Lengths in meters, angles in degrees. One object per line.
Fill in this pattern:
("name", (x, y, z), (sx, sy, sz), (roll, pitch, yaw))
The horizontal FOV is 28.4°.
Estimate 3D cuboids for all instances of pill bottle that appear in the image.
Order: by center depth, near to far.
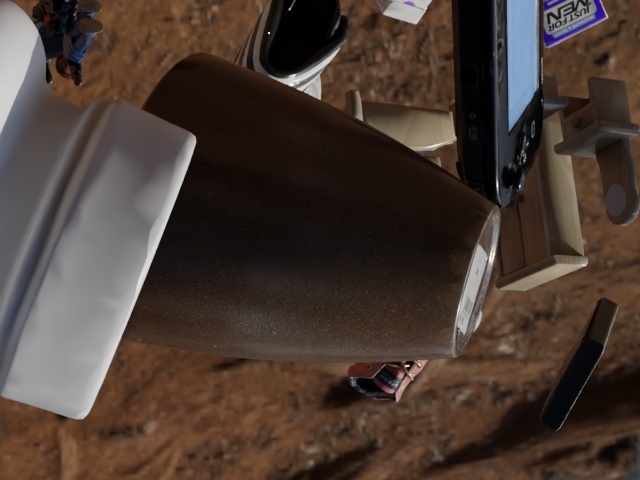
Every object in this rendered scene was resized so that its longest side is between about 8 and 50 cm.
("pill bottle", (-0.189, -0.036, 0.438), (0.272, 0.152, 0.152), (22, 138, -9))

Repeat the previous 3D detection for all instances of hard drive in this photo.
("hard drive", (0.242, 0.113, 1.181), (0.022, 0.135, 0.094), (29, 110, 11))

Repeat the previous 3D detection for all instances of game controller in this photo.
("game controller", (0.157, -0.190, 1.060), (0.067, 0.166, 0.319), (12, 123, 29))

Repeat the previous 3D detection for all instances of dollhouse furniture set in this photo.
("dollhouse furniture set", (0.105, -0.053, 1.323), (0.356, 0.173, 0.303), (3, 162, -26))

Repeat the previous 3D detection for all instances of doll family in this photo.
("doll family", (-0.242, -0.240, 1.213), (0.076, 0.193, 0.111), (16, 154, -22))

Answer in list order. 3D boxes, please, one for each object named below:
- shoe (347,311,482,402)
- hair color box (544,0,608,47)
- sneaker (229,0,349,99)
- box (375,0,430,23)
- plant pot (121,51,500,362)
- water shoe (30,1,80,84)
("shoe", (0.078, 0.094, 1.098), (0.063, 0.081, 0.178), (31, 161, -10))
("hair color box", (0.284, -0.463, 1.817), (0.110, 0.185, 0.339), (-25, 111, 6))
("sneaker", (-0.029, -0.246, 1.747), (0.169, 0.447, 0.257), (39, 116, -6))
("box", (0.089, -0.451, 1.940), (0.067, 0.324, 0.063), (13, 127, -31))
("plant pot", (0.000, 0.000, 0.882), (0.230, 0.215, 0.215), (16, 148, 15))
("water shoe", (-0.334, -0.291, 1.680), (0.080, 0.073, 0.203), (42, 108, -7))
